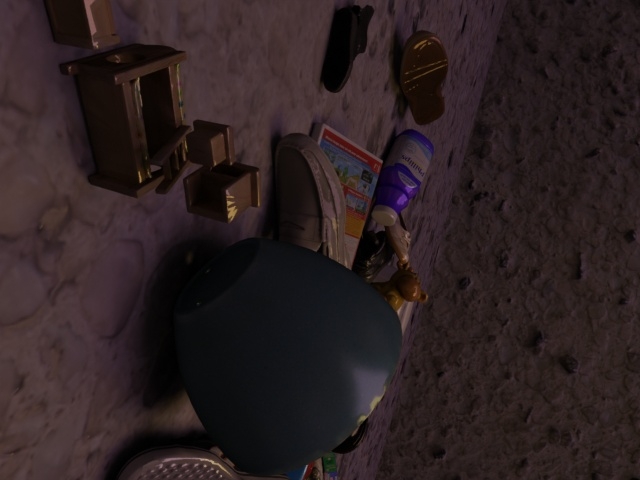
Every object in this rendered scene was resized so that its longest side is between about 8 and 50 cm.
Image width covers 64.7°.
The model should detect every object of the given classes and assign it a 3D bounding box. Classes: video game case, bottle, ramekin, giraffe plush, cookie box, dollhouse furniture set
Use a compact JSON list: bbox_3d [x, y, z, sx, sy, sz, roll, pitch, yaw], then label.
[{"bbox_3d":[0.019,-0.052,0.964,0.204,0.025,0.285,20,86,-49],"label":"video game case"},{"bbox_3d":[0.217,-0.169,1.373,0.092,0.118,0.282,-27,-148,58],"label":"bottle"},{"bbox_3d":[0.205,0.210,1.599,0.277,0.135,0.277,15,90,-70],"label":"ramekin"},{"bbox_3d":[0.208,0.150,1.397,0.181,0.171,0.210,65,-4,-32],"label":"giraffe plush"},{"bbox_3d":[0.024,0.664,1.516,0.107,0.040,0.091,-103,-171,-49],"label":"cookie box"},{"bbox_3d":[-0.118,-0.131,0.433,0.101,0.161,0.181,-50,150,-50],"label":"dollhouse furniture set"}]

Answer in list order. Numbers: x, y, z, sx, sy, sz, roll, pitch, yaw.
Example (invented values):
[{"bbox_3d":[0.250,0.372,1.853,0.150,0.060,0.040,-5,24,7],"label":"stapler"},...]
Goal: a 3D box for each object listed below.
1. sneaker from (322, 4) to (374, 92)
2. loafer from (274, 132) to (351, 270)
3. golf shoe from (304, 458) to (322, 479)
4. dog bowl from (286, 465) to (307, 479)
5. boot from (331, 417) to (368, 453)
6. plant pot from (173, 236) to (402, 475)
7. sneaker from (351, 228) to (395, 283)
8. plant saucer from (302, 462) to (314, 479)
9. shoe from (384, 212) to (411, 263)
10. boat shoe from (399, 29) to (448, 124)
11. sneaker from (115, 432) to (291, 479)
[{"bbox_3d":[0.053,-0.341,0.897,0.089,0.051,0.170,-5,106,-64],"label":"sneaker"},{"bbox_3d":[-0.020,-0.014,0.829,0.111,0.112,0.319,-40,126,-41],"label":"loafer"},{"bbox_3d":[-0.016,0.713,1.489,0.086,0.069,0.176,-47,148,-63],"label":"golf shoe"},{"bbox_3d":[-0.090,0.384,0.973,0.166,0.074,0.297,-55,144,-41],"label":"dog bowl"},{"bbox_3d":[0.031,0.299,1.151,0.260,0.131,0.347,62,28,-65],"label":"boot"},{"bbox_3d":[-0.070,0.111,0.647,0.195,0.290,0.290,52,47,-23],"label":"plant pot"},{"bbox_3d":[0.154,0.010,1.379,0.227,0.087,0.130,-43,148,-49],"label":"sneaker"},{"bbox_3d":[-0.052,0.516,1.268,0.258,0.048,0.258,8,98,-70],"label":"plant saucer"},{"bbox_3d":[0.209,-0.036,1.378,0.076,0.058,0.218,47,25,-53],"label":"shoe"},{"bbox_3d":[0.256,-0.432,1.318,0.341,0.122,0.110,59,13,-68],"label":"boat shoe"},{"bbox_3d":[-0.172,0.351,0.735,0.321,0.128,0.126,41,79,-42],"label":"sneaker"}]
